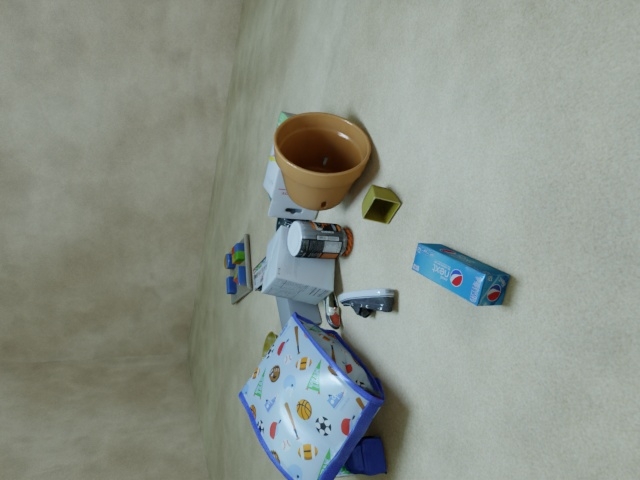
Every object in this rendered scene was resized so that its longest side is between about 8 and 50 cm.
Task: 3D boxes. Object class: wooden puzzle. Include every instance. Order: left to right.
[{"bbox_3d":[-0.476,0.168,2.392,0.348,0.080,0.323,-41,51,55],"label":"wooden puzzle"}]

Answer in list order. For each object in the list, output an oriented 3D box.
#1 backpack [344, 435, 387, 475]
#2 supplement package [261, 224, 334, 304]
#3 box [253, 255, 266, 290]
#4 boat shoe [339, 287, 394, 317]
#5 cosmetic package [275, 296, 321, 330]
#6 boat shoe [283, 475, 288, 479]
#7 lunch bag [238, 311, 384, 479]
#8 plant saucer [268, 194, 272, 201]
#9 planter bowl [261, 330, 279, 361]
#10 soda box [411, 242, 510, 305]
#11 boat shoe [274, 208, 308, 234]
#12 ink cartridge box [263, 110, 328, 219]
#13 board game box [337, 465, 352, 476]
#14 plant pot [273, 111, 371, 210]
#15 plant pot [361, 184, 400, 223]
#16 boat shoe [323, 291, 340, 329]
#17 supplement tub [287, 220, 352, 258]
[{"bbox_3d":[0.111,0.589,1.162,0.120,0.101,0.098,132,141,-57],"label":"backpack"},{"bbox_3d":[-0.073,0.088,1.432,0.149,0.202,0.194,133,147,-52],"label":"supplement package"},{"bbox_3d":[-0.275,0.161,2.044,0.207,0.036,0.114,-40,52,55],"label":"box"},{"bbox_3d":[0.129,0.183,1.209,0.228,0.080,0.076,-18,69,54],"label":"boat shoe"},{"bbox_3d":[-0.091,0.222,1.576,0.107,0.127,0.238,-53,40,47],"label":"cosmetic package"},{"bbox_3d":[-0.137,0.785,1.629,0.302,0.091,0.115,-142,50,-59],"label":"boat shoe"},{"bbox_3d":[-0.014,0.453,1.186,0.328,0.238,0.385,-59,33,4],"label":"lunch bag"},{"bbox_3d":[-0.178,-0.291,1.904,0.317,0.043,0.318,-12,77,62],"label":"plant saucer"},{"bbox_3d":[-0.169,0.485,1.724,0.217,0.090,0.218,-170,90,-69],"label":"planter bowl"},{"bbox_3d":[0.290,0.067,0.900,0.210,0.071,0.067,36,119,59],"label":"soda box"},{"bbox_3d":[-0.105,-0.091,1.643,0.113,0.127,0.341,119,154,-61],"label":"boat shoe"},{"bbox_3d":[-0.078,-0.257,1.517,0.119,0.206,0.354,53,132,50],"label":"ink cartridge box"},{"bbox_3d":[-0.008,0.593,1.449,0.390,0.050,0.391,-48,45,51],"label":"board game box"},{"bbox_3d":[-0.003,-0.232,1.327,0.204,0.290,0.291,99,159,-51],"label":"plant pot"},{"bbox_3d":[0.161,-0.109,1.174,0.083,0.081,0.082,-98,27,-43],"label":"plant pot"},{"bbox_3d":[0.041,0.229,1.403,0.043,0.049,0.137,-56,35,41],"label":"boat shoe"},{"bbox_3d":[0.000,0.000,1.350,0.117,0.190,0.117,-12,76,61],"label":"supplement tub"}]
